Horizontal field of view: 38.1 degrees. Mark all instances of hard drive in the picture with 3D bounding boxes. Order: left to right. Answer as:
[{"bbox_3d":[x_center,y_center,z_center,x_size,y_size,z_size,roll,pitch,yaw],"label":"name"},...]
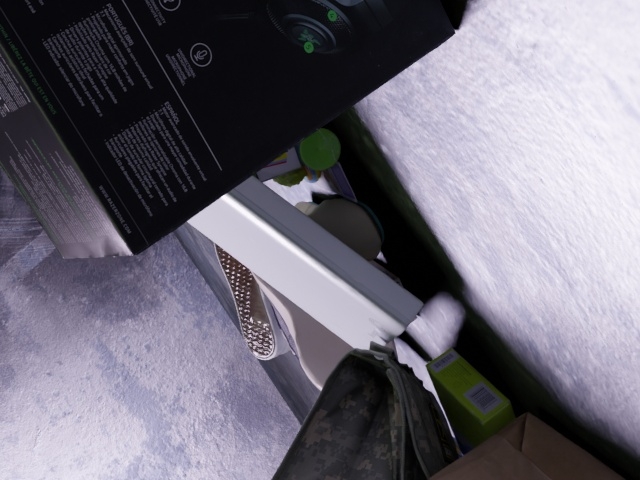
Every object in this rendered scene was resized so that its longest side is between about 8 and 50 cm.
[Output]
[{"bbox_3d":[-0.047,0.004,0.966,0.307,0.040,0.203,37,164,3],"label":"hard drive"}]

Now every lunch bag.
[{"bbox_3d":[0.055,0.264,0.960,0.169,0.287,0.235,13,167,23],"label":"lunch bag"}]

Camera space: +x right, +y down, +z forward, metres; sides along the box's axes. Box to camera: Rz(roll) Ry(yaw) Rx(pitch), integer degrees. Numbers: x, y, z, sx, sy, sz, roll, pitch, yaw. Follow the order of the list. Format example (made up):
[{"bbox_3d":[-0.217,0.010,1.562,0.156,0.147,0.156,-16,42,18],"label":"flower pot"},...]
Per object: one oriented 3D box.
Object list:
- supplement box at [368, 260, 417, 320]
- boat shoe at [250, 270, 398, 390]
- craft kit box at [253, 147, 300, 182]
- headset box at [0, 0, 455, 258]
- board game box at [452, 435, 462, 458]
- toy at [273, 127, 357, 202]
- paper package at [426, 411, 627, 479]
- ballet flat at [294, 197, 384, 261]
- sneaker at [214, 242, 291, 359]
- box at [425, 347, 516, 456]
[{"bbox_3d":[0.064,0.059,1.069,0.098,0.036,0.062,37,157,58],"label":"supplement box"},{"bbox_3d":[0.024,0.132,1.266,0.340,0.127,0.158,56,177,47],"label":"boat shoe"},{"bbox_3d":[-0.128,-0.176,1.006,0.250,0.061,0.246,0,108,66],"label":"craft kit box"},{"bbox_3d":[-0.086,-0.166,0.552,0.131,0.283,0.246,-2,122,58],"label":"headset box"},{"bbox_3d":[0.189,0.307,1.103,0.201,0.035,0.136,48,-174,35],"label":"board game box"},{"bbox_3d":[-0.041,-0.104,1.028,0.137,0.056,0.237,62,167,-16],"label":"toy"},{"bbox_3d":[0.233,0.363,0.780,0.309,0.168,0.325,36,148,59],"label":"paper package"},{"bbox_3d":[0.000,0.000,1.071,0.086,0.086,0.248,59,168,-8],"label":"ballet flat"},{"bbox_3d":[-0.085,0.032,1.456,0.106,0.123,0.290,-5,99,42],"label":"sneaker"},{"bbox_3d":[0.178,0.210,0.991,0.109,0.042,0.178,43,163,52],"label":"box"}]
